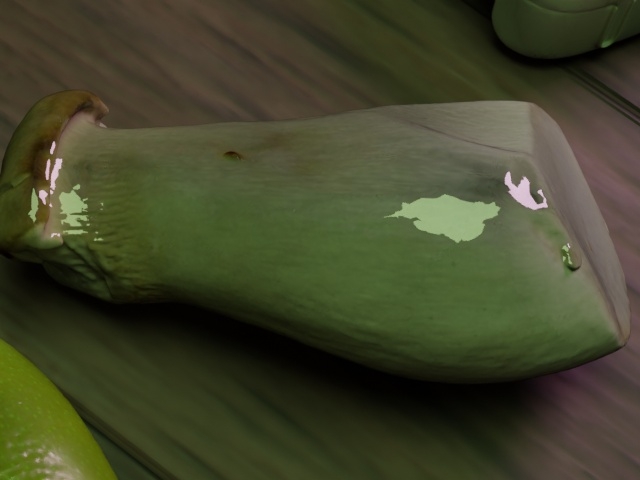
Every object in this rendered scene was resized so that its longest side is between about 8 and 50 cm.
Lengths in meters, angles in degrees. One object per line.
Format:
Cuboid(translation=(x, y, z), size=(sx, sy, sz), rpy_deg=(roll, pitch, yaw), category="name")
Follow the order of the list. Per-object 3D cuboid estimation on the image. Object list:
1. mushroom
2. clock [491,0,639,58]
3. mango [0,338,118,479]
Cuboid(translation=(0.000, 0.000, 0.626), size=(0.225, 0.093, 0.116), rpy_deg=(-3, 41, -3), category="mushroom")
Cuboid(translation=(0.103, -0.176, 0.762), size=(0.151, 0.062, 0.191), rpy_deg=(-22, 65, -22), category="clock")
Cuboid(translation=(-0.114, 0.080, 0.557), size=(0.091, 0.074, 0.165), rpy_deg=(-31, 69, -24), category="mango")
